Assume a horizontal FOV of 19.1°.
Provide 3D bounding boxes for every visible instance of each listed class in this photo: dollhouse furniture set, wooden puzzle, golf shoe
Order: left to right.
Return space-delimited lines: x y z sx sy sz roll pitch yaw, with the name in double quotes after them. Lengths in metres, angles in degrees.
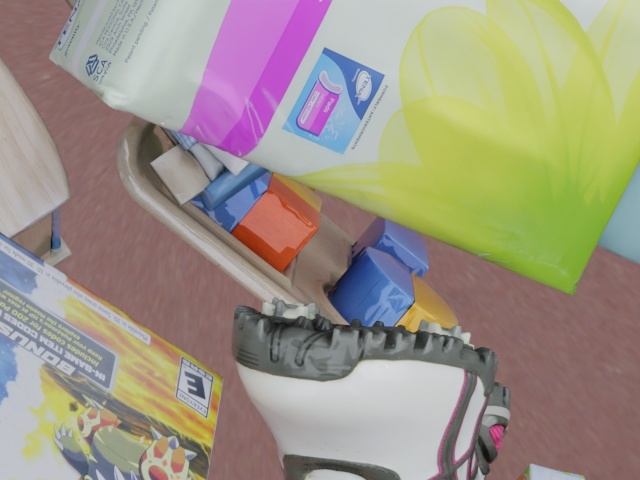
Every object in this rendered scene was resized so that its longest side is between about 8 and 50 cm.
-0.134 -0.158 1.199 0.303 0.198 0.286 -34 86 -13 "dollhouse furniture set"
0.000 0.000 1.478 0.348 0.322 0.080 43 101 -8 "wooden puzzle"
0.028 0.102 0.863 0.105 0.273 0.120 8 75 20 "golf shoe"

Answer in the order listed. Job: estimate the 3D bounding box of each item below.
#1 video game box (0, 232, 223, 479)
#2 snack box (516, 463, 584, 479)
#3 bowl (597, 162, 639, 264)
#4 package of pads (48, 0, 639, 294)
-0.135 0.072 0.698 0.205 0.187 0.048 35 126 -22 "video game box"
0.108 0.204 1.003 0.037 0.141 0.100 15 137 -16 "snack box"
0.300 -0.144 1.462 0.312 0.163 0.311 7 58 -11 "bowl"
0.051 -0.128 0.912 0.296 0.101 0.229 22 98 -35 "package of pads"
